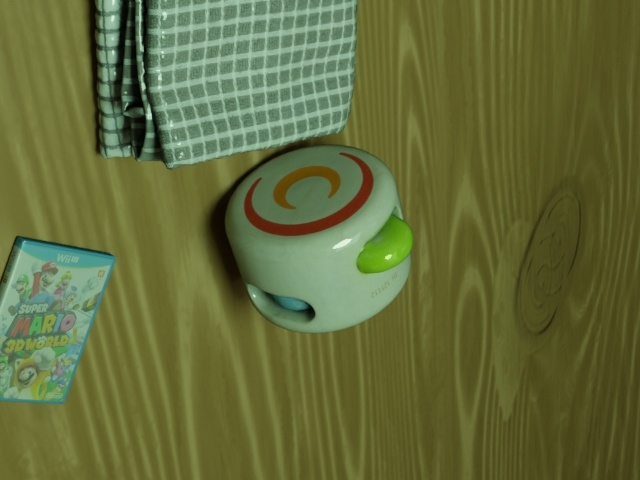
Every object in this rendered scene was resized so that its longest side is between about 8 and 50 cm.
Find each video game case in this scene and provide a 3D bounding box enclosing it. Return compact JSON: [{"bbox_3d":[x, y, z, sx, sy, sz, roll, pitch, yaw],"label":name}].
[{"bbox_3d":[-0.279,0.083,1.200,0.119,0.015,0.166,13,99,-49],"label":"video game case"}]

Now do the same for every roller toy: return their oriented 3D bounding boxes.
[{"bbox_3d":[0.000,0.000,1.324,0.191,0.209,0.146,-16,129,0],"label":"roller toy"}]

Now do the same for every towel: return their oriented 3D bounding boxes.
[{"bbox_3d":[-0.081,-0.203,1.181,0.283,0.121,0.235,-18,122,-40],"label":"towel"}]
